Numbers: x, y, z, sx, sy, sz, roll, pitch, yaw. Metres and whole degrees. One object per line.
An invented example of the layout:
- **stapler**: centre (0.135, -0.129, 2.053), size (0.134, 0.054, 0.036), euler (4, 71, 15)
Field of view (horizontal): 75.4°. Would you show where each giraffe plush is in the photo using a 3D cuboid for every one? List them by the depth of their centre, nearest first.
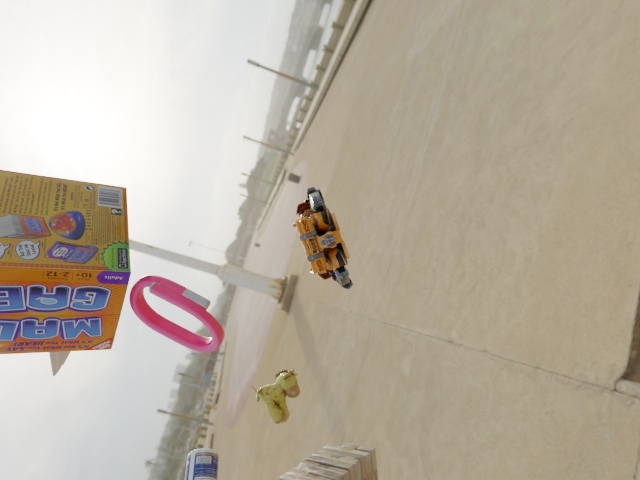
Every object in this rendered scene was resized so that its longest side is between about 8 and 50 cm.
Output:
- **giraffe plush**: centre (-0.158, 0.617, 1.708), size (0.170, 0.210, 0.181), euler (-38, 10, -4)

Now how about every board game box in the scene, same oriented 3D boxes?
- **board game box**: centre (-0.761, 0.067, 1.170), size (0.357, 0.355, 0.357), euler (-58, 40, 34)

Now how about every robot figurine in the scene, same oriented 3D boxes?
- **robot figurine**: centre (0.000, 0.000, 0.873), size (0.291, 0.084, 0.211), euler (-127, 17, -88)

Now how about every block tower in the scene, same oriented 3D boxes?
- **block tower**: centre (-0.035, 0.395, 0.581), size (0.090, 0.335, 0.097), euler (-10, 82, 35)

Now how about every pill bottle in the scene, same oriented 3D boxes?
- **pill bottle**: centre (-0.247, 0.503, 0.855), size (0.120, 0.066, 0.067), euler (-98, 25, -45)

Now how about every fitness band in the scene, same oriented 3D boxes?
- **fitness band**: centre (-0.398, 0.209, 1.147), size (0.054, 0.290, 0.209), euler (-60, -4, -49)

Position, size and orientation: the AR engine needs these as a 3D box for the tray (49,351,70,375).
- **tray**: centre (-0.907, 0.354, 1.467), size (0.270, 0.030, 0.146), euler (-153, 61, -69)
